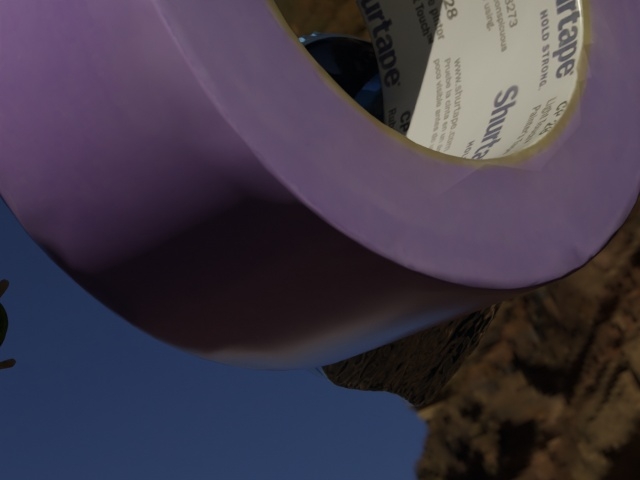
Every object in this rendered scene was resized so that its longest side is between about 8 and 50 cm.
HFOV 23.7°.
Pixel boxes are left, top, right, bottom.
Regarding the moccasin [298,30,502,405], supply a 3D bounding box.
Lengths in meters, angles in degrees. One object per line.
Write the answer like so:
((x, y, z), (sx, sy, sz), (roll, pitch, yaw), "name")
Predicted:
((0.000, 0.000, 0.676), (0.137, 0.117, 0.342), (-51, -18, -11), "moccasin")

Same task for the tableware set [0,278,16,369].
((-0.267, 0.029, 1.053), (0.104, 0.154, 0.024), (-16, 0, -43), "tableware set")

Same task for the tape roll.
((-0.002, -0.066, 0.396), (0.189, 0.189, 0.080), (9, -25, -41), "tape roll")
